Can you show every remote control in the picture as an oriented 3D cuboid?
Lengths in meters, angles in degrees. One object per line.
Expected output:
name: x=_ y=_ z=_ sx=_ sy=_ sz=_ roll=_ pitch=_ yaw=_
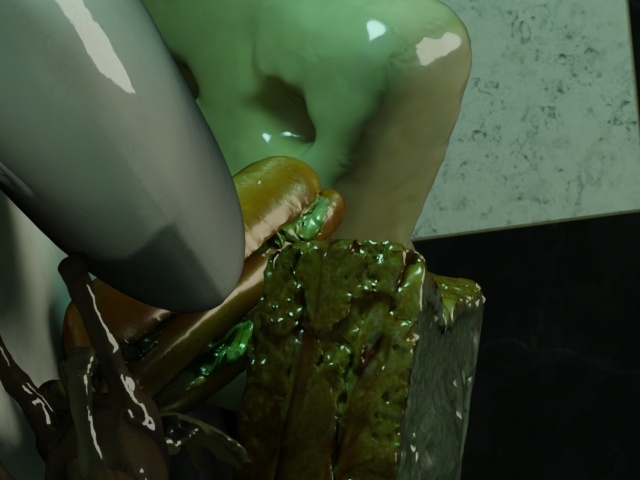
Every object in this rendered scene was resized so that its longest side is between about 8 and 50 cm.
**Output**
remote control: x=-0.123 y=-0.076 z=0.811 sx=0.221 sy=0.103 sz=0.332 roll=51 pitch=-4 yaw=21

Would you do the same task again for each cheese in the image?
cheese: x=-0.075 y=-0.061 z=1.289 sx=0.351 sy=0.130 sz=0.328 roll=30 pitch=-66 yaw=35

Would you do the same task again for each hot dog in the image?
hot dog: x=-0.059 y=0.030 z=1.053 sx=0.249 sy=0.068 sz=0.100 roll=-42 pitch=124 yaw=-48

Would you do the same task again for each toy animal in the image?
toy animal: x=-0.099 y=0.102 z=0.814 sx=0.214 sy=0.094 sz=0.186 roll=-101 pitch=165 yaw=-65

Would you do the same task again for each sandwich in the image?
sandwich: x=0.026 y=0.141 z=1.051 sx=0.301 sy=0.099 sz=0.271 roll=21 pitch=72 yaw=-78

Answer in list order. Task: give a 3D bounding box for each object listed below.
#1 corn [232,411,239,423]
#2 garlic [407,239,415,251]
corn: x=-0.046 y=0.044 z=1.604 sx=0.122 sy=0.123 sz=0.305 roll=-9 pitch=82 yaw=-54
garlic: x=-0.001 y=0.001 z=1.760 sx=0.325 sy=0.132 sz=0.279 roll=10 pitch=-61 yaw=62
